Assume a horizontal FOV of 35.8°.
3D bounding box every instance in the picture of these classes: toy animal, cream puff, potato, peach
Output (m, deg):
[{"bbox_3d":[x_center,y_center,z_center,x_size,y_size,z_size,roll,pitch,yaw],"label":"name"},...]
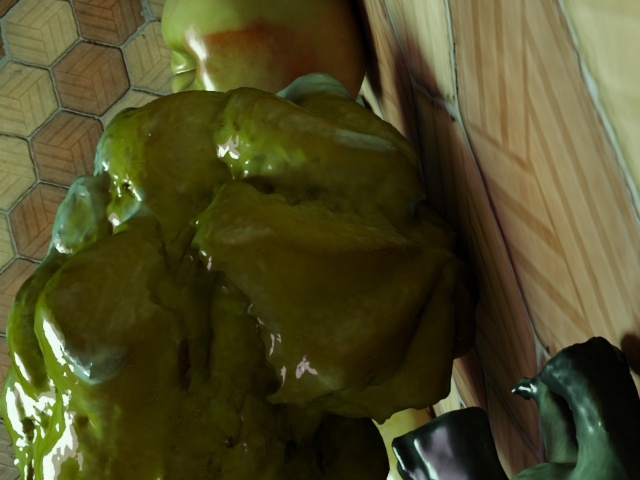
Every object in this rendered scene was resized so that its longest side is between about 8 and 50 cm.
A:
[{"bbox_3d":[0.094,0.114,0.398,0.225,0.094,0.121,85,160,-77],"label":"toy animal"},{"bbox_3d":[-0.028,0.069,0.682,0.378,0.276,0.378,-30,-55,-56],"label":"cream puff"},{"bbox_3d":[0.109,0.286,1.277,0.118,0.110,0.178,80,178,-46],"label":"potato"},{"bbox_3d":[-0.047,-0.169,0.875,0.184,0.184,0.184,163,90,-89],"label":"peach"}]

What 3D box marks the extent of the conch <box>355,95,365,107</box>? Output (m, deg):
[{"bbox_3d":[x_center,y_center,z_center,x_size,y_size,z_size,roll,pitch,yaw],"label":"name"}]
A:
[{"bbox_3d":[-0.016,0.003,1.053,0.319,0.215,0.302,-114,17,-72],"label":"conch"}]
